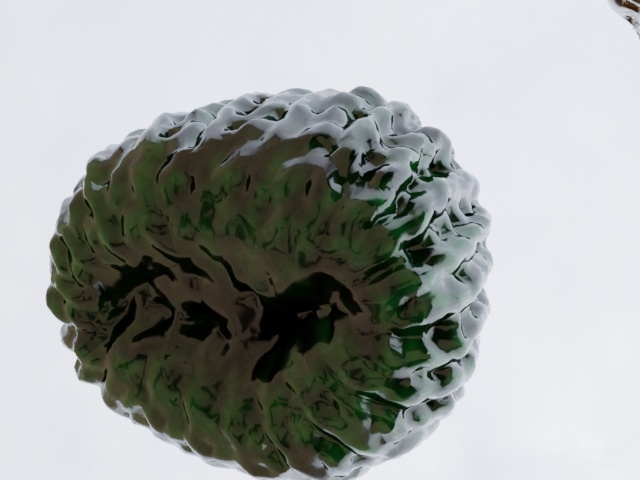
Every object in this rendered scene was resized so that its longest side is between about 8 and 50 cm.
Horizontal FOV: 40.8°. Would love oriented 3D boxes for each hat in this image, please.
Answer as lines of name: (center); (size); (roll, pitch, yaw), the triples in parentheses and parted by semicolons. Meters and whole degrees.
hat: (0.000, 0.000, 0.604); (0.274, 0.332, 0.242); (17, -69, 18)

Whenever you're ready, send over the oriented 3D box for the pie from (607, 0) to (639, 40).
pie: (0.163, -0.079, 0.358); (0.033, 0.088, 0.191); (-56, -156, 15)
